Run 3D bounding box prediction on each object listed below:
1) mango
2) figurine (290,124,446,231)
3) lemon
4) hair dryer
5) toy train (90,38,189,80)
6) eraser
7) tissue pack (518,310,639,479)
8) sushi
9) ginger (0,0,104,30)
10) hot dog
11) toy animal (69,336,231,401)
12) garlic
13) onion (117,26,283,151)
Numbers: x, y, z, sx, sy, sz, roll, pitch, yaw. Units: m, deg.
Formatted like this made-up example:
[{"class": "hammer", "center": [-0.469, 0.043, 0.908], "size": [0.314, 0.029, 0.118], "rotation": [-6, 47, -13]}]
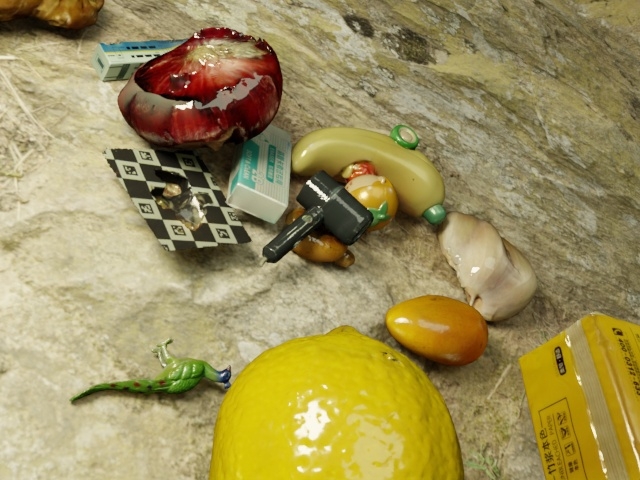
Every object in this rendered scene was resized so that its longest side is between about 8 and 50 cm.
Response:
[{"class": "mango", "center": [0.201, 0.147, 1.257], "size": [0.217, 0.102, 0.141], "rotation": [11, 45, -32]}, {"class": "figurine", "center": [0.091, -0.111, 1.376], "size": [0.324, 0.124, 0.222], "rotation": [9, 55, -27]}, {"class": "lemon", "center": [0.015, 0.276, 0.868], "size": [0.336, 0.336, 0.336], "rotation": [20, 47, -23]}, {"class": "hair dryer", "center": [-0.020, -0.016, 1.184], "size": [0.124, 0.071, 0.219], "rotation": [43, 54, 11]}, {"class": "toy train", "center": [-0.293, -0.327, 1.313], "size": [0.233, 0.052, 0.051], "rotation": [-18, 71, -44]}, {"class": "eraser", "center": [-0.104, -0.128, 1.266], "size": [0.095, 0.052, 0.225], "rotation": [24, 35, -19]}, {"class": "tissue pack", "center": [0.534, 0.353, 1.243], "size": [0.293, 0.228, 0.382], "rotation": [16, 50, -25]}, {"class": "sushi", "center": [-0.227, -0.056, 1.140], "size": [0.192, 0.040, 0.210], "rotation": [-6, 53, -50]}, {"class": "ginger", "center": [-0.497, -0.496, 1.222], "size": [0.274, 0.152, 0.358], "rotation": [1, 58, -36]}, {"class": "hot dog", "center": [0.000, -0.002, 1.264], "size": [0.140, 0.060, 0.090], "rotation": [14, 51, -16]}, {"class": "toy animal", "center": [-0.225, 0.170, 0.973], "size": [0.216, 0.041, 0.075], "rotation": [2, 57, -30]}, {"class": "garlic", "center": [0.337, 0.051, 1.432], "size": [0.217, 0.110, 0.228], "rotation": [27, 44, -21]}, {"class": "onion", "center": [-0.191, -0.223, 1.219], "size": [0.271, 0.195, 0.272], "rotation": [-7, 42, 7]}]
